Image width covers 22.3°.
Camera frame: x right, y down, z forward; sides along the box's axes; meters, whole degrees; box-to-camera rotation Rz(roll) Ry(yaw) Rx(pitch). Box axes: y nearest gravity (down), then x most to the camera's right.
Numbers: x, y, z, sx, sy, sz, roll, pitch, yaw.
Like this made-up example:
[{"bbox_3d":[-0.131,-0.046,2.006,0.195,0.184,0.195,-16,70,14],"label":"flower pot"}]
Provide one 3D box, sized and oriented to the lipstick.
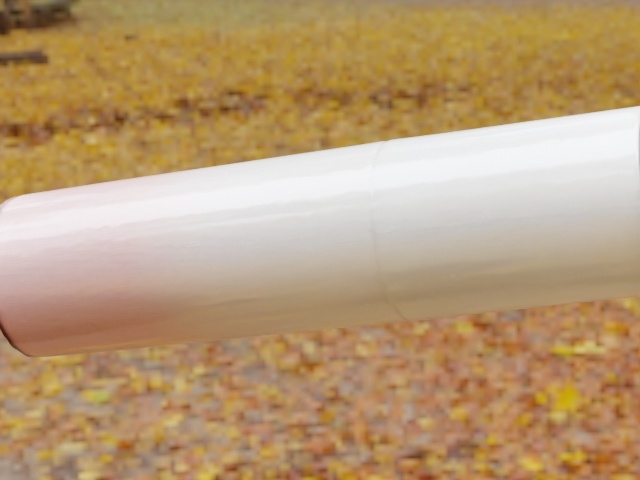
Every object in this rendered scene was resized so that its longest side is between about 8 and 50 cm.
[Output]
[{"bbox_3d":[0.000,0.000,0.784,0.327,0.087,0.087,-7,10,20],"label":"lipstick"}]
